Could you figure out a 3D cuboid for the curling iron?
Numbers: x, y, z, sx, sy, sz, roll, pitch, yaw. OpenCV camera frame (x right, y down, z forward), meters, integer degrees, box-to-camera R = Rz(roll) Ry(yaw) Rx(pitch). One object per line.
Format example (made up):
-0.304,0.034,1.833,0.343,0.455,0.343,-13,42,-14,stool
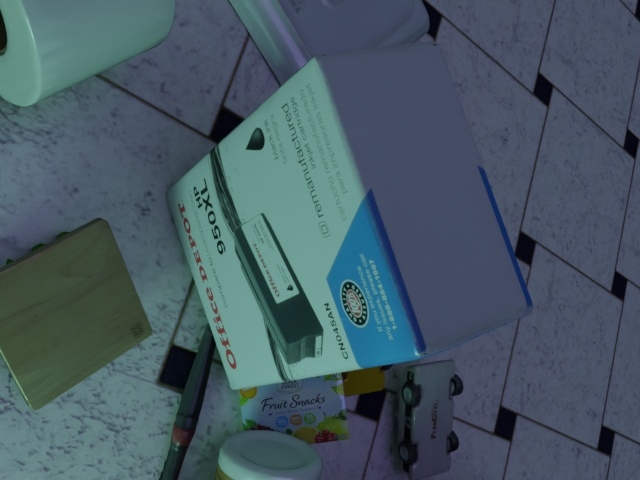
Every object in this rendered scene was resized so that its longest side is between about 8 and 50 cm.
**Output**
-0.165,0.243,0.906,0.068,0.035,0.274,14,79,-39,curling iron

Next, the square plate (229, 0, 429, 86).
0.010,-0.408,1.078,0.344,0.049,0.347,-45,112,-31,square plate

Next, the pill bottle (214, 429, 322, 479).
-0.080,0.370,0.883,0.131,0.131,0.230,6,98,-36,pill bottle

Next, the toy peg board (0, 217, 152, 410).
-0.302,0.075,0.805,0.161,0.079,0.161,-34,122,-33,toy peg board

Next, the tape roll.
-0.290,-0.284,0.724,0.169,0.246,0.246,-37,108,-32,tape roll

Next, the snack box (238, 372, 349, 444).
-0.037,0.227,0.958,0.141,0.037,0.100,-7,89,-3,snack box

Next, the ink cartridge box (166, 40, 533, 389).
0.000,0.000,0.800,0.166,0.394,0.286,-16,84,-34,ink cartridge box

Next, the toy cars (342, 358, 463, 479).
0.103,0.201,1.081,0.176,0.087,0.394,-45,117,-17,toy cars
